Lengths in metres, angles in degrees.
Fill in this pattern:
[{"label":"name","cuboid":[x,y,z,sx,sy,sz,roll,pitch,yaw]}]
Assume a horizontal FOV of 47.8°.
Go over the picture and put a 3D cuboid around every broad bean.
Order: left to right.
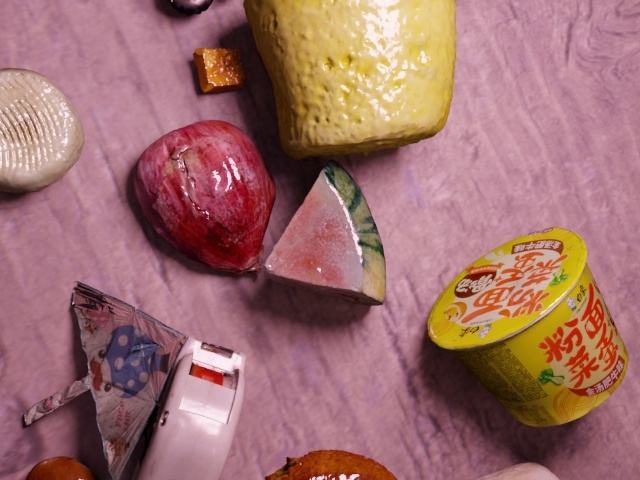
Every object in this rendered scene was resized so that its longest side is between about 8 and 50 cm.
[{"label":"broad bean","cuboid":[-0.392,0.415,1.131,0.114,0.084,0.165,-29,83,-15]}]

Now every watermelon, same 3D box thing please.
[{"label":"watermelon","cuboid":[0.000,0.000,1.222,0.201,0.213,0.262,-14,84,2]}]

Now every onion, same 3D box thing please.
[{"label":"onion","cuboid":[-0.172,-0.065,1.202,0.227,0.120,0.284,-33,94,-9]}]

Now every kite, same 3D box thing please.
[{"label":"kite","cuboid":[-0.341,0.208,1.129,0.314,0.011,0.335,-26,66,13]}]

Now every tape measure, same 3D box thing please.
[{"label":"tape measure","cuboid":[-0.206,0.295,1.109,0.130,0.265,0.258,22,89,-8]}]

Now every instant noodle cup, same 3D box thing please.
[{"label":"instant noodle cup","cuboid":[0.370,0.156,1.245,0.311,0.311,0.221,-41,106,-13]}]

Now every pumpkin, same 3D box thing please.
[{"label":"pumpkin","cuboid":[-0.176,-0.294,1.250,0.083,0.054,0.074,-12,93,-35]}]

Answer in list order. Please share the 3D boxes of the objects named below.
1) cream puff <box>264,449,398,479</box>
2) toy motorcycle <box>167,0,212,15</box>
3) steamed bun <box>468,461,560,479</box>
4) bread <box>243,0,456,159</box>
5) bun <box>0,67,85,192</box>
[{"label":"cream puff","cuboid":[0.011,0.478,1.165,0.303,0.212,0.303,-1,97,-11]},{"label":"toy motorcycle","cuboid":[-0.188,-0.590,1.227,0.207,0.134,0.401,-10,90,-15]},{"label":"steamed bun","cuboid":[0.373,0.592,1.228,0.247,0.236,0.384,-16,90,-13]},{"label":"bread","cuboid":[0.055,-0.291,1.165,0.348,0.348,0.308,-5,92,-14]},{"label":"bun","cuboid":[-0.475,-0.171,1.135,0.195,0.118,0.195,0,90,-19]}]
